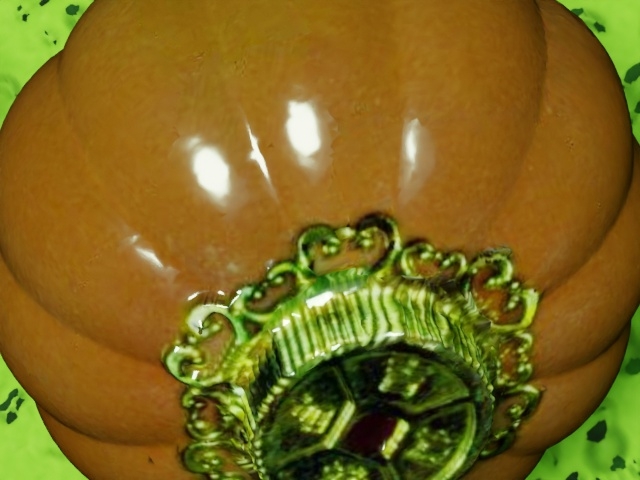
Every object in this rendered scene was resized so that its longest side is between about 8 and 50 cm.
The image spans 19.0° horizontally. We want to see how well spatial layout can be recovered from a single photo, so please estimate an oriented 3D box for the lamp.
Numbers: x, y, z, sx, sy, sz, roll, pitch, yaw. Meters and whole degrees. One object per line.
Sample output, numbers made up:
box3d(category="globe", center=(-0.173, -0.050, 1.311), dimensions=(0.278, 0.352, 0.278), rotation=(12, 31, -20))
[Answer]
box3d(category="lamp", center=(0.000, 0.000, 0.630), dimensions=(0.223, 0.196, 0.223), rotation=(-5, 127, -7))
